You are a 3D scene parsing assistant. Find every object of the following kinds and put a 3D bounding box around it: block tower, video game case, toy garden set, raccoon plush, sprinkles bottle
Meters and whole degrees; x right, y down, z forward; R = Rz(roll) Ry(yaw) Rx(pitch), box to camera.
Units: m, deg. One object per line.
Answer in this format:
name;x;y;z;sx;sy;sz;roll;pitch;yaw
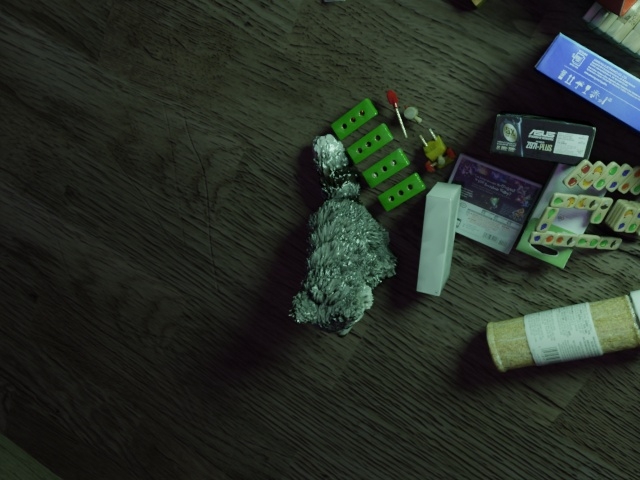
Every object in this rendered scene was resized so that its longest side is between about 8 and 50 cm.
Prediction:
block tower;0.653;-0.354;1.019;0.335;0.097;0.091;38;115;5
video game case;0.372;-0.083;1.245;0.190;0.022;0.173;25;113;14
toy garden set;0.174;-0.222;1.268;0.204;0.049;0.244;-32;91;28
raccoon plush;0.000;0.000;1.258;0.216;0.299;0.446;-24;95;26
sprinkles bottle;0.551;0.201;1.201;0.356;0.121;0.121;-17;98;25

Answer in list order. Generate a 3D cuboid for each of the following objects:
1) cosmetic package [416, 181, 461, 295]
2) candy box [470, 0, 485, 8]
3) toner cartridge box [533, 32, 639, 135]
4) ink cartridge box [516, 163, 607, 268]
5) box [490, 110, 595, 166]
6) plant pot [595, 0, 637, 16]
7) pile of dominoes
cosmetic package;0.266;-0.003;1.246;0.061;0.099;0.238;11;117;20
candy box;0.351;-0.573;1.093;0.187;0.053;0.109;-40;88;24
toner cartridge box;0.573;-0.263;1.036;0.348;0.165;0.075;35;114;8
ink cartridge box;0.514;-0.059;1.173;0.109;0.062;0.209;24;113;13
box;0.445;-0.209;1.110;0.180;0.147;0.077;13;110;18
plant pot;0.490;-0.591;0.896;0.267;0.267;0.236;-46;63;-6
pile of dominoes;0.559;-0.058;1.083;0.251;0.040;0.195;3;124;-20
